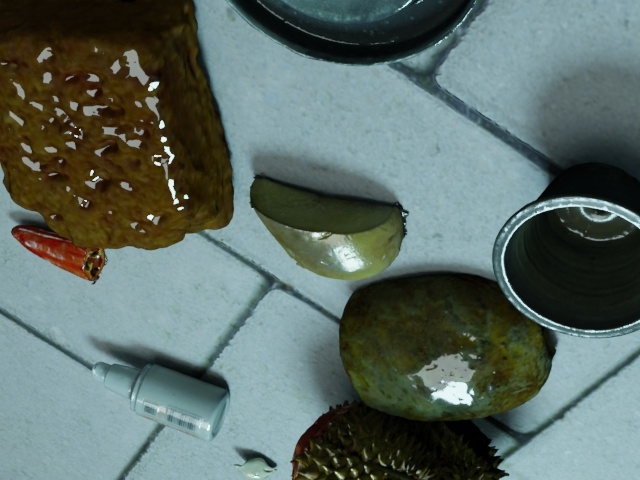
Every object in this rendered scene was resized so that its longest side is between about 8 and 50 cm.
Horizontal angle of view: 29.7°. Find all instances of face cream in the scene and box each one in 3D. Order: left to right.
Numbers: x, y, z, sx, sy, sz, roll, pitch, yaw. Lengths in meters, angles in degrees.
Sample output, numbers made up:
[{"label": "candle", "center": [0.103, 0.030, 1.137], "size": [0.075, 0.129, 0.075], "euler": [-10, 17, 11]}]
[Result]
[{"label": "face cream", "center": [-0.295, 0.277, 2.189], "size": [0.252, 0.101, 0.101], "euler": [19, 136, 10]}]

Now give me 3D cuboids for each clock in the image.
[{"label": "clock", "center": [0.023, -0.386, 1.422], "size": [0.386, 0.076, 0.386], "euler": [14, 135, 14]}]

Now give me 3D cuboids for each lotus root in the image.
[{"label": "lotus root", "center": [0.182, 0.168, 1.819], "size": [0.314, 0.142, 0.210], "euler": [-5, 126, 29]}]

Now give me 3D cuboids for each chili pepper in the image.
[{"label": "chili pepper", "center": [-0.452, 0.009, 2.045], "size": [0.169, 0.065, 0.088], "euler": [18, 135, 15]}]

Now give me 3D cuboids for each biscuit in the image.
[{"label": "biscuit", "center": [-0.317, -0.169, 1.732], "size": [0.343, 0.166, 0.395], "euler": [5, 131, 20]}]

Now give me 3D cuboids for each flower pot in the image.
[{"label": "flower pot", "center": [0.352, -0.003, 1.564], "size": [0.235, 0.148, 0.235], "euler": [12, 131, 14]}]

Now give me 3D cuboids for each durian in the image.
[{"label": "durian", "center": [0.119, 0.407, 1.939], "size": [0.347, 0.347, 0.384], "euler": [38, 161, -11]}]

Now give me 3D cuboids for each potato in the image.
[{"label": "potato", "center": [0.000, 0.000, 1.785], "size": [0.243, 0.098, 0.138], "euler": [13, 137, 17]}]

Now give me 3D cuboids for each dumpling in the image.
[{"label": "dumpling", "center": [-0.124, 0.435, 2.296], "size": [0.059, 0.077, 0.043], "euler": [148, 107, -78]}]
